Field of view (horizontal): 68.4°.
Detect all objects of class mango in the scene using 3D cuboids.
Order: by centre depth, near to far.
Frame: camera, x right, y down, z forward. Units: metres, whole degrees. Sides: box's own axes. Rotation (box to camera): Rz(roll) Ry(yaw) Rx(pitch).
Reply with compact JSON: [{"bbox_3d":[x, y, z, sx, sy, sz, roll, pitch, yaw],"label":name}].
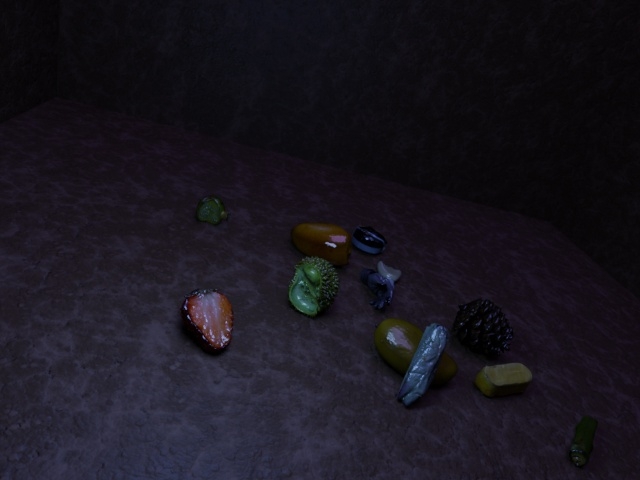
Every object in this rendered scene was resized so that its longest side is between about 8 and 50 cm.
[{"bbox_3d":[0.340,0.416,1.740,0.332,0.142,0.195,38,45,18],"label":"mango"},{"bbox_3d":[0.000,0.000,2.301,0.350,0.201,0.199,20,-4,23],"label":"mango"}]

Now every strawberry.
[{"bbox_3d":[-0.392,0.283,1.603,0.190,0.111,0.236,8,49,-43],"label":"strawberry"}]

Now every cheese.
[{"bbox_3d":[0.334,0.181,2.301,0.127,0.049,0.235,19,25,1],"label":"cheese"}]

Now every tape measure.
[{"bbox_3d":[0.260,-0.001,2.551,0.181,0.107,0.182,-1,31,-39],"label":"tape measure"}]

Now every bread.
[{"bbox_3d":[0.700,0.534,1.799,0.246,0.094,0.102,2,39,-28],"label":"bread"}]

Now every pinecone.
[{"bbox_3d":[0.683,0.363,1.988,0.272,0.224,0.224,40,28,1],"label":"pinecone"}]

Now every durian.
[{"bbox_3d":[-0.022,0.178,1.886,0.200,0.236,0.177,17,15,37],"label":"durian"}]

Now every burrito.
[{"bbox_3d":[0.360,0.429,1.625,0.096,0.309,0.066,29,-16,4],"label":"burrito"}]

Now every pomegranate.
[{"bbox_3d":[-0.519,-0.150,2.305,0.169,0.143,0.122,6,27,-4],"label":"pomegranate"}]

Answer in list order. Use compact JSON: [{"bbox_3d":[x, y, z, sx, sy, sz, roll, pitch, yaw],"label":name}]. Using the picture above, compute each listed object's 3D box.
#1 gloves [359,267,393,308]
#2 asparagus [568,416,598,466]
[{"bbox_3d":[0.257,0.206,2.123,0.119,0.142,0.285,-15,32,-3],"label":"gloves"},{"bbox_3d":[0.931,0.695,1.661,0.067,0.060,0.278,21,23,30],"label":"asparagus"}]
